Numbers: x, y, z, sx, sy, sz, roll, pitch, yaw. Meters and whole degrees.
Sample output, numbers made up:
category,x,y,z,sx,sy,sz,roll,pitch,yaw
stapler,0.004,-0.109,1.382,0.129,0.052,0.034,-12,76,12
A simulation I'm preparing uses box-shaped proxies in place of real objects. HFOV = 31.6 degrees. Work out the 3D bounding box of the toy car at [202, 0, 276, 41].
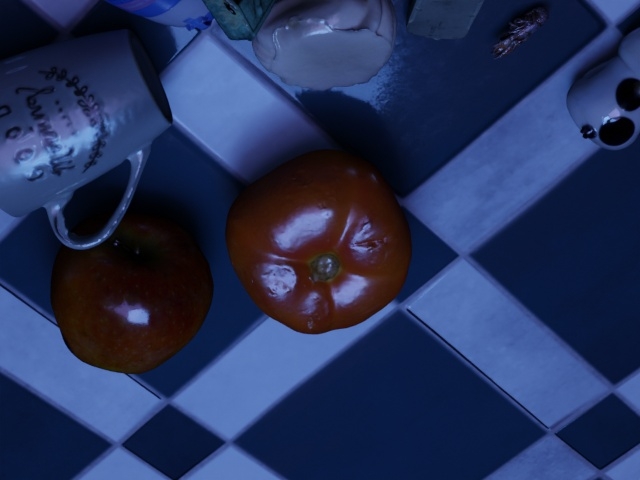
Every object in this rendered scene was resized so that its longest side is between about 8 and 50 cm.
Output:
category,x,y,z,sx,sy,sz,roll,pitch,yaw
toy car,-0.142,-0.375,1.234,0.097,0.141,0.321,-1,139,36

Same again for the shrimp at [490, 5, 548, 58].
category,x,y,z,sx,sy,sz,roll,pitch,yaw
shrimp,0.252,-0.266,1.454,0.092,0.038,0.029,-46,71,23

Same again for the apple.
category,x,y,z,sx,sy,sz,roll,pitch,yaw
apple,-0.258,0.078,1.547,0.230,0.230,0.230,-1,123,-2

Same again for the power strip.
category,x,y,z,sx,sy,sz,roll,pitch,yaw
power strip,0.154,-0.293,1.353,0.080,0.227,0.029,6,79,-4

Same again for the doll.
category,x,y,z,sx,sy,sz,roll,pitch,yaw
doll,0.405,-0.202,1.464,0.110,0.107,0.181,43,107,-3

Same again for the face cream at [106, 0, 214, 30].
category,x,y,z,sx,sy,sz,roll,pitch,yaw
face cream,-0.221,-0.328,1.328,0.149,0.083,0.264,-18,149,40

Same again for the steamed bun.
category,x,y,z,sx,sy,sz,roll,pitch,yaw
steamed bun,0.006,-0.262,1.389,0.183,0.106,0.183,-4,161,-1

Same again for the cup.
category,x,y,z,sx,sy,sz,roll,pitch,yaw
cup,-0.301,-0.124,1.421,0.234,0.186,0.258,-21,101,3

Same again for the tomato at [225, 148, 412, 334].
category,x,y,z,sx,sy,sz,roll,pitch,yaw
tomato,0.003,-0.003,1.526,0.260,0.180,0.260,-3,124,-4
